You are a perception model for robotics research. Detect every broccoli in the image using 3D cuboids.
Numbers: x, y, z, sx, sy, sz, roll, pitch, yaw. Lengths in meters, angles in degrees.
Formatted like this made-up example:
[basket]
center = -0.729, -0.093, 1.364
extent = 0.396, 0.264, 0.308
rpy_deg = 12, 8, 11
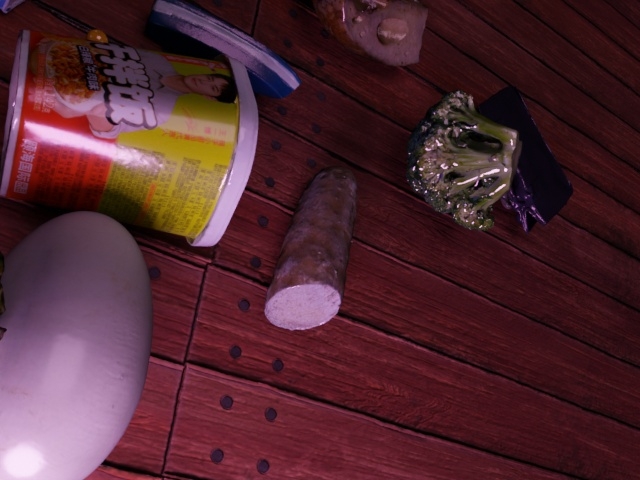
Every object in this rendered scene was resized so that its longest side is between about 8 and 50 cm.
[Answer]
[broccoli]
center = 0.310, -0.172, 1.467
extent = 0.265, 0.245, 0.295
rpy_deg = -31, 121, -40

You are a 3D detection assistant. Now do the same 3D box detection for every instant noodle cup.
[instant noodle cup]
center = -0.285, -0.153, 0.996
extent = 0.307, 0.294, 0.294
rpy_deg = 8, 67, -26

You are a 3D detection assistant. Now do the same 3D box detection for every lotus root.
[lotus root]
center = 0.102, -0.483, 1.518
extent = 0.314, 0.142, 0.210
rpy_deg = 3, 33, -32

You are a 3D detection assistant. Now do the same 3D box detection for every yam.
[yam]
center = 0.000, 0.000, 1.241
extent = 0.133, 0.133, 0.330
rpy_deg = 33, 51, -23

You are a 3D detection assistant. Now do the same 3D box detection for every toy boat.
[toy boat]
center = -0.172, -0.340, 1.254
extent = 0.299, 0.096, 0.062
rpy_deg = 24, 67, -18

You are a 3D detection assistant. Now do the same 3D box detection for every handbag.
[handbag]
center = 0.464, -0.191, 1.678
extent = 0.269, 0.118, 0.326
rpy_deg = -34, 93, -48

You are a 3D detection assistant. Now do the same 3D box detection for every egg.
[egg]
center = -0.327, 0.131, 0.864
extent = 0.230, 0.230, 0.371
rpy_deg = 26, 54, -27

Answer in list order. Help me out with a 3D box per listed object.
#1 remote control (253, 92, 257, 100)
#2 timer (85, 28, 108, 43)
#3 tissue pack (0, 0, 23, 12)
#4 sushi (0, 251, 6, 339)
[remote control]
center = -0.152, -0.241, 1.286
extent = 0.063, 0.025, 0.245
rpy_deg = 22, 59, -24
[timer]
center = -0.328, -0.278, 1.109
extent = 0.107, 0.109, 0.107
rpy_deg = 0, 41, 0
[tissue pack]
center = -0.503, -0.520, 1.049
extent = 0.263, 0.146, 0.198
rpy_deg = 45, 53, -15
[sushi]
center = -0.516, 0.061, 0.692
extent = 0.351, 0.178, 0.294
rpy_deg = 9, 69, 6
